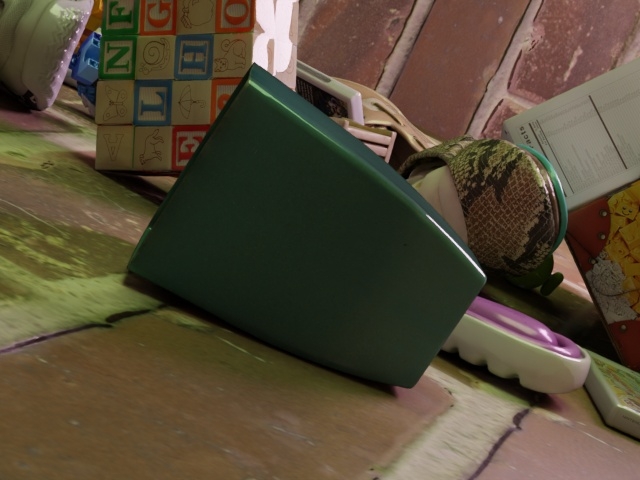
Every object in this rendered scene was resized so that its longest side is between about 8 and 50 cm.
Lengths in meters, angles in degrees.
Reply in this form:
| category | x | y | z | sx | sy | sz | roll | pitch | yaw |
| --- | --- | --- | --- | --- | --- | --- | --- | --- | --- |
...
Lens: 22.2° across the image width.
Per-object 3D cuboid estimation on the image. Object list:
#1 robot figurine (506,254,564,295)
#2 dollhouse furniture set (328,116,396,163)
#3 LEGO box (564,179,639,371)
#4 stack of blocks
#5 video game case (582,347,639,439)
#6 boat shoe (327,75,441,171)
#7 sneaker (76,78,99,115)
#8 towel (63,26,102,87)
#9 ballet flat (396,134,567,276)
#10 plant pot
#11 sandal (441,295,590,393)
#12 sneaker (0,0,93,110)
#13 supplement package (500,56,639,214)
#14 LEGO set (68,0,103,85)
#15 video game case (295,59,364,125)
| category | x | y | z | sx | sy | sz | roll | pitch | yaw |
| --- | --- | --- | --- | --- | --- | --- | --- | --- | --- |
| robot figurine | 0.263 | 0.025 | 2.077 | 0.101 | 0.067 | 0.115 | 37 | 10 | 1 |
| dollhouse furniture set | -0.042 | -0.081 | 1.716 | 0.184 | 0.129 | 0.129 | 18 | 6 | 26 |
| LEGO box | 0.523 | -0.020 | 1.954 | 0.193 | 0.373 | 0.500 | 66 | 15 | 6 |
| stack of blocks | -0.115 | -0.210 | 1.551 | 0.171 | 0.297 | 0.087 | 2 | -2 | 27 |
| video game case | 0.356 | 0.180 | 1.585 | 0.206 | 0.026 | 0.227 | 24 | 9 | -3 |
| boat shoe | 0.073 | -0.151 | 2.396 | 0.341 | 0.121 | 0.110 | 31 | 10 | 26 |
| sneaker | -0.181 | -0.155 | 1.844 | 0.191 | 0.071 | 0.083 | 20 | 18 | 6 |
| towel | -0.310 | -0.262 | 2.118 | 0.375 | 0.090 | 0.320 | 23 | 9 | -12 |
| ballet flat | 0.158 | -0.038 | 1.932 | 0.182 | 0.164 | 0.483 | -12 | 8 | -2 |
| plant pot | 0.000 | 0.000 | 1.256 | 0.234 | 0.165 | 0.166 | 32 | 8 | -6 |
| sandal | 0.065 | 0.013 | 1.510 | 0.416 | 0.102 | 0.169 | 26 | 8 | 8 |
| sneaker | -0.371 | -0.243 | 1.722 | 0.210 | 0.137 | 0.366 | 21 | 5 | -20 |
| supplement package | 0.357 | -0.125 | 1.997 | 0.134 | 0.244 | 0.139 | 64 | 1 | -79 |
| LEGO set | -0.236 | -0.209 | 1.772 | 0.087 | 0.093 | 0.227 | 25 | 50 | -28 |
| video game case | -0.007 | -0.131 | 1.984 | 0.022 | 0.190 | 0.173 | -34 | 47 | -28 |
